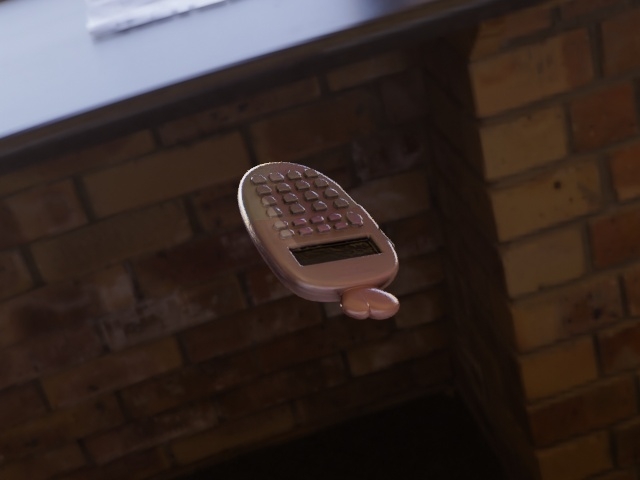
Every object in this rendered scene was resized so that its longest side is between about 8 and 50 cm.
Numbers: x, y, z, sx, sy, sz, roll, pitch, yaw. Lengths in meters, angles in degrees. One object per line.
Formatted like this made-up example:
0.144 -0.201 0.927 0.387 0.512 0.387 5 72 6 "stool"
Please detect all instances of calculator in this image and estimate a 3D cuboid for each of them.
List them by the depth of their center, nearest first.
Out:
0.000 0.000 0.848 0.103 0.024 0.166 -8 48 -34 "calculator"
